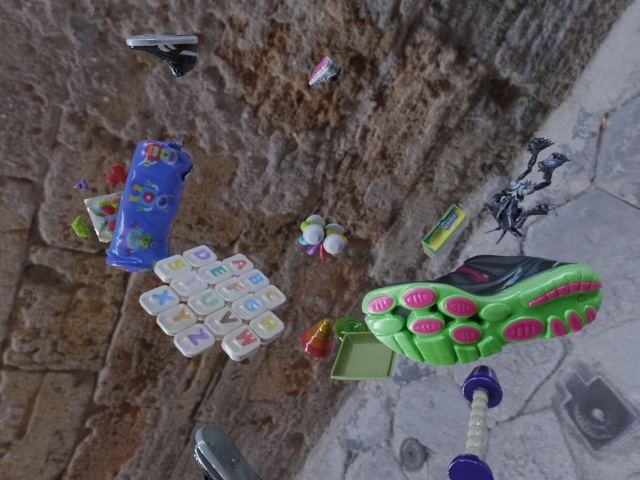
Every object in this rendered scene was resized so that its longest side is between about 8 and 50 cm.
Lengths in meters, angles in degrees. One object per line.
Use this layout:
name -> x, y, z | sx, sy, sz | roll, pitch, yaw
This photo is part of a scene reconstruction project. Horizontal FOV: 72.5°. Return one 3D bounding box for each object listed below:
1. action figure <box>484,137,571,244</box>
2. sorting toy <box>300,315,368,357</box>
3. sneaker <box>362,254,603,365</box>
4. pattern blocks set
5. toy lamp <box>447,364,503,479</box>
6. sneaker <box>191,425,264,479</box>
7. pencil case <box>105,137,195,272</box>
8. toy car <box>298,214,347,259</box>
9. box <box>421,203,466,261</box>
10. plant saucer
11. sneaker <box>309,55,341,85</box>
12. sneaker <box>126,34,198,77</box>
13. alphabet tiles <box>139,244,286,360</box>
action figure -> 0.532, -0.112, 1.120 | 0.164, 0.141, 0.275 | -114, 29, -45
sorting toy -> 0.107, 0.286, 1.513 | 0.127, 0.366, 0.126 | 51, 136, 35
sneaker -> 0.327, 0.135, 0.930 | 0.202, 0.484, 0.185 | -109, 14, -78
pattern blocks set -> -0.751, -0.089, 1.586 | 0.286, 0.324, 0.026 | -27, 30, -5
toy lamp -> 0.292, 0.329, 0.803 | 0.080, 0.080, 0.275 | -52, -5, 33
sneaker -> -0.174, 0.405, 0.709 | 0.118, 0.222, 0.083 | -28, 24, -1
pencil case -> -0.378, -0.075, 0.984 | 0.119, 0.133, 0.305 | 167, 116, -79
toy car -> 0.000, 0.000, 1.617 | 0.136, 0.182, 0.159 | -62, 9, 22
box -> 0.274, -0.015, 0.967 | 0.043, 0.179, 0.105 | 41, 93, 21
plant saucer -> 0.145, 0.361, 1.336 | 0.188, 0.045, 0.188 | -8, 30, 25
sneaker -> 0.017, -0.541, 1.434 | 0.170, 0.075, 0.063 | -5, 62, 69
sneaker -> -0.476, -0.563, 1.344 | 0.079, 0.217, 0.121 | 36, 133, 39
alphabet tiles -> -0.213, 0.120, 0.918 | 0.284, 0.278, 0.021 | 41, 127, 20
